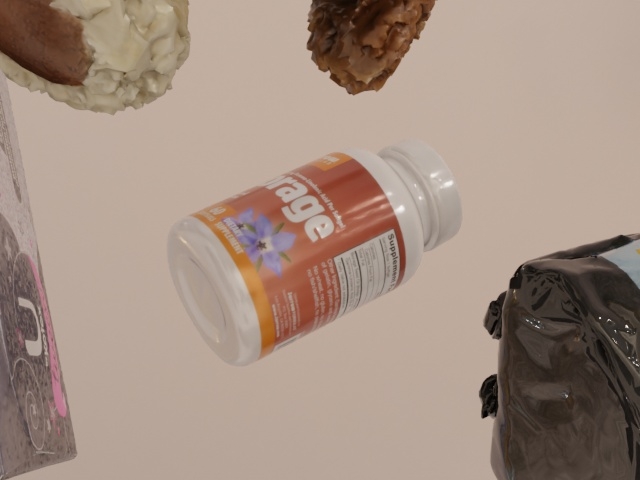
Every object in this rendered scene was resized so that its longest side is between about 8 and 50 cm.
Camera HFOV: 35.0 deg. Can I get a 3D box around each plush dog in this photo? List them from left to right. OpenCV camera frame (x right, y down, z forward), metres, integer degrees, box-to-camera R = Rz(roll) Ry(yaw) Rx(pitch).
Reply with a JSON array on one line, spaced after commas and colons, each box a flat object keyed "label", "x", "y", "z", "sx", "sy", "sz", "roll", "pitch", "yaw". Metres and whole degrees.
[{"label": "plush dog", "x": -0.022, "y": -0.193, "z": 0.444, "sx": 0.226, "sy": 0.210, "sz": 0.262, "roll": 10, "pitch": -61, "yaw": -13}]

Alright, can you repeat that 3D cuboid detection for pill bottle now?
[{"label": "pill bottle", "x": 0.000, "y": 0.000, "z": 0.790, "sx": 0.121, "sy": 0.216, "sz": 0.121, "roll": 44, "pitch": -32, "yaw": 36}]

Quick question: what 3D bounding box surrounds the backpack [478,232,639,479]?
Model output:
[{"label": "backpack", "x": 0.329, "y": 0.082, "z": 0.761, "sx": 0.273, "sy": 0.356, "sz": 0.290, "roll": 41, "pitch": -30, "yaw": 34}]

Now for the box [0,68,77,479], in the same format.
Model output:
[{"label": "box", "x": -0.227, "y": 0.012, "z": 0.525, "sx": 0.142, "sy": 0.163, "sz": 0.247, "roll": -11, "pitch": -98, "yaw": -3}]
